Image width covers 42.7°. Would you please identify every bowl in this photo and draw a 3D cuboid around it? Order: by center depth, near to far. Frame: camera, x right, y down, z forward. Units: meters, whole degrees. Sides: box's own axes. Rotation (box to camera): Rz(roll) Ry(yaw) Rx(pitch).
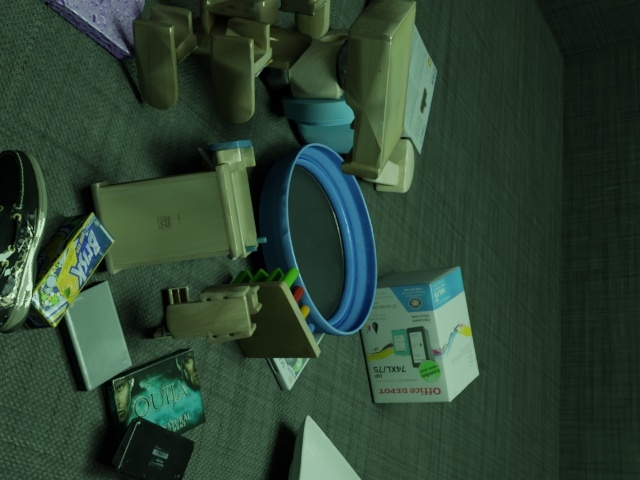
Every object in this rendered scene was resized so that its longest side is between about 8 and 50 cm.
[{"bbox_3d":[0.000,0.000,1.663,0.391,0.077,0.391,34,51,-55],"label":"bowl"}]

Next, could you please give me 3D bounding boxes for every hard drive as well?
[{"bbox_3d":[-0.326,0.135,1.176,0.094,0.022,0.135,-30,109,-57],"label":"hard drive"}]

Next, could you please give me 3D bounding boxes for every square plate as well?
[{"bbox_3d":[0.005,0.565,1.554,0.347,0.049,0.344,59,28,-43],"label":"square plate"}]

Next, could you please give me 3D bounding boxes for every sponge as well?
[{"bbox_3d":[-0.351,-0.375,1.234,0.210,0.031,0.117,35,55,-51],"label":"sponge"}]

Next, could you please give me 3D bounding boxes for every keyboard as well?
[{"bbox_3d":[-0.252,0.332,1.221,0.180,0.023,0.108,51,54,-57],"label":"keyboard"}]

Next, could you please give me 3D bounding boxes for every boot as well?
[{"bbox_3d":[-0.427,-0.016,0.980,0.178,0.085,0.237,20,67,-54],"label":"boot"}]

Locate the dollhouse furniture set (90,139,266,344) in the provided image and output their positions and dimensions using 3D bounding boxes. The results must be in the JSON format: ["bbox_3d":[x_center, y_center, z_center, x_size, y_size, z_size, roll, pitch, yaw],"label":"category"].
[{"bbox_3d":[-0.204,-0.007,1.334,0.303,0.198,0.287,-61,143,-79],"label":"dollhouse furniture set"}]

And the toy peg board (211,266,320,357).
[{"bbox_3d":[-0.084,0.122,1.440,0.079,0.161,0.161,-55,129,-44],"label":"toy peg board"}]

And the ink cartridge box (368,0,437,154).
[{"bbox_3d":[0.197,-0.442,2.125,0.330,0.071,0.324,55,40,-43],"label":"ink cartridge box"}]

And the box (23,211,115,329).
[{"bbox_3d":[-0.353,0.040,1.119,0.059,0.054,0.169,59,39,-33],"label":"box"}]

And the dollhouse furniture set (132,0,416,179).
[{"bbox_3d":[-0.056,-0.293,1.405,0.362,0.394,0.257,-59,157,-49],"label":"dollhouse furniture set"}]

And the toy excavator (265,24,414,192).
[{"bbox_3d":[0.081,-0.258,1.802,0.433,0.222,0.445,-46,136,-53],"label":"toy excavator"}]

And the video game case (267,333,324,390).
[{"bbox_3d":[-0.059,0.167,1.611,0.190,0.022,0.173,-54,129,-49],"label":"video game case"}]

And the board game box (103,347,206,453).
[{"bbox_3d":[-0.253,0.250,1.268,0.186,0.026,0.126,-17,98,-59],"label":"board game box"}]

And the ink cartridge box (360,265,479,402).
[{"bbox_3d":[0.226,0.218,1.904,0.197,0.198,0.270,-20,100,-59],"label":"ink cartridge box"}]

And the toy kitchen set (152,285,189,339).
[{"bbox_3d":[-0.235,0.114,1.293,0.068,0.083,0.075,-7,90,-18],"label":"toy kitchen set"}]
